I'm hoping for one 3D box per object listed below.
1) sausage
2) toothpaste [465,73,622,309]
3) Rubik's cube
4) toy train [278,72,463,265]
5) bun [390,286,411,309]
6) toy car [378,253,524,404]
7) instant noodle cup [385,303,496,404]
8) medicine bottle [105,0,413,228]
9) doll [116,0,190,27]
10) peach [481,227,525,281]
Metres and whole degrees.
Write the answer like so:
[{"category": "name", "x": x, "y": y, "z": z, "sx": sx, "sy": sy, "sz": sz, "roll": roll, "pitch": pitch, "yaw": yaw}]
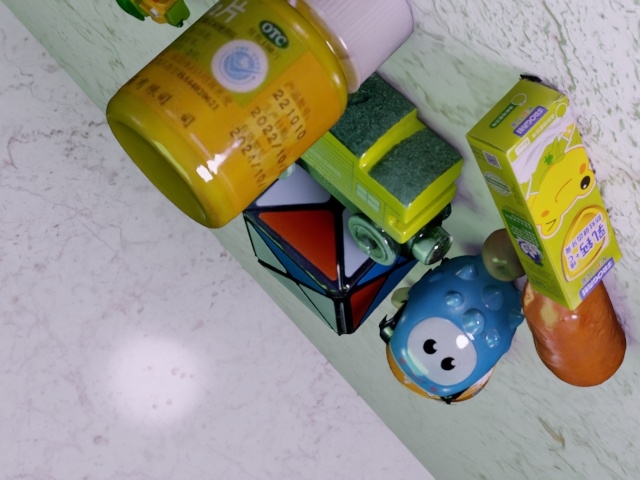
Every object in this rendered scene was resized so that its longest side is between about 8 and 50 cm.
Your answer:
[{"category": "sausage", "x": 0.371, "y": 0.124, "z": 1.769, "sx": 0.133, "sy": 0.133, "sz": 0.258, "roll": 34, "pitch": 161, "yaw": 43}, {"category": "toothpaste", "x": 0.290, "y": -0.054, "z": 1.531, "sx": 0.077, "sy": 0.110, "sz": 0.327, "roll": 30, "pitch": 159, "yaw": 44}, {"category": "Rubik's cube", "x": 0.032, "y": -0.018, "z": 2.133, "sx": 0.250, "sy": 0.248, "sz": 0.246, "roll": 41, "pitch": 165, "yaw": 17}, {"category": "toy train", "x": 0.044, "y": -0.152, "z": 1.896, "sx": 0.442, "sy": 0.179, "sz": 0.272, "roll": 42, "pitch": 158, "yaw": 19}, {"category": "bun", "x": 0.189, "y": 0.127, "z": 2.495, "sx": 0.086, "sy": 0.055, "sz": 0.086, "roll": 34, "pitch": 175, "yaw": 4}, {"category": "toy car", "x": 0.233, "y": 0.132, "z": 1.988, "sx": 0.188, "sy": 0.255, "sz": 0.190, "roll": 46, "pitch": 151, "yaw": -2}, {"category": "instant noodle cup", "x": 0.242, "y": 0.213, "z": 2.291, "sx": 0.216, "sy": 0.216, "sz": 0.172, "roll": 41, "pitch": 175, "yaw": 21}, {"category": "medicine bottle", "x": -0.074, "y": -0.216, "z": 1.576, "sx": 0.224, "sy": 0.384, "sz": 0.224, "roll": 44, "pitch": 166, "yaw": 14}, {"category": "doll", "x": -0.315, "y": -0.455, "z": 2.227, "sx": 0.186, "sy": 0.106, "sz": 0.134, "roll": 34, "pitch": 167, "yaw": 42}, {"category": "peach", "x": 0.286, "y": 0.020, "z": 1.835, "sx": 0.083, "sy": 0.083, "sz": 0.083, "roll": 43, "pitch": 166, "yaw": 13}]
